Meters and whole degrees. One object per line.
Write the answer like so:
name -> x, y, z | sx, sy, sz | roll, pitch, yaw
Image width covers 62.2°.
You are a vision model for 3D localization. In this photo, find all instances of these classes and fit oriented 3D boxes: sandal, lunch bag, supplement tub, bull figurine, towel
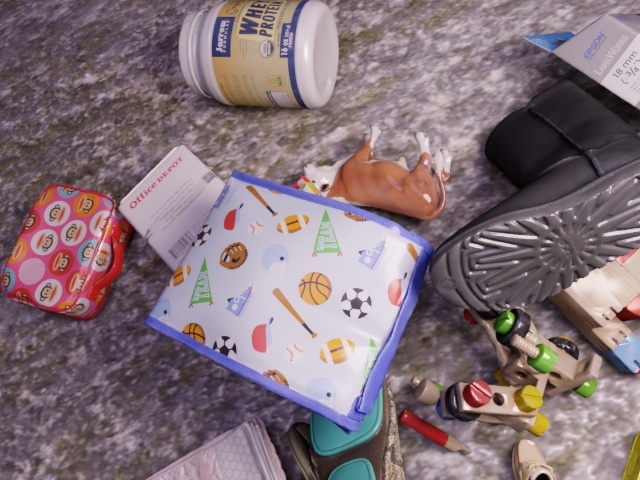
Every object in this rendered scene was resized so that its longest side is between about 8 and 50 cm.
sandal -> 0.010, 0.462, 0.916 | 0.086, 0.120, 0.303 | -35, 66, 18
lunch bag -> -0.036, 0.100, 0.906 | 0.385, 0.239, 0.328 | 16, 73, 30
supplement tub -> -0.136, -0.422, 1.210 | 0.315, 0.228, 0.229 | 7, 72, 17
bull figurine -> 0.120, -0.138, 1.106 | 0.310, 0.101, 0.189 | 17, 80, 21
towel -> -0.173, 0.533, 0.938 | 0.316, 0.053, 0.332 | -36, 63, 14
lunch bag -> -0.561, 0.026, 1.219 | 0.257, 0.120, 0.294 | 12, 74, 18

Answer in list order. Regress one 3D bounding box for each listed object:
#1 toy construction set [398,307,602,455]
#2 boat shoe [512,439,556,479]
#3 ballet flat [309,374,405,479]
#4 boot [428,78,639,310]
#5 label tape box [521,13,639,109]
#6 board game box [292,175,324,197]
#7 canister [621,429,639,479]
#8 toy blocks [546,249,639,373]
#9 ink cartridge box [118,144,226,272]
toy construction set -> 0.311, 0.249, 0.873 | 0.237, 0.257, 0.309 | 32, 118, -3
boat shoe -> 0.348, 0.383, 0.840 | 0.062, 0.059, 0.170 | 4, 34, 2
ballet flat -> 0.072, 0.378, 0.863 | 0.163, 0.182, 0.483 | -25, 27, 13
boot -> 0.339, -0.102, 0.896 | 0.366, 0.146, 0.445 | -23, 27, 16
label tape box -> 0.586, -0.349, 0.991 | 0.240, 0.106, 0.334 | -22, 58, -41
board game box -> 0.000, 0.000, 1.082 | 0.124, 0.039, 0.260 | -46, 70, 24
canister -> 0.571, 0.384, 0.814 | 0.169, 0.073, 0.126 | 22, 78, 20
toy blocks -> 0.549, 0.044, 0.905 | 0.381, 0.191, 0.261 | -42, 78, -5
ink cartridge box -> -0.271, -0.043, 1.168 | 0.207, 0.117, 0.283 | -46, 66, -4
